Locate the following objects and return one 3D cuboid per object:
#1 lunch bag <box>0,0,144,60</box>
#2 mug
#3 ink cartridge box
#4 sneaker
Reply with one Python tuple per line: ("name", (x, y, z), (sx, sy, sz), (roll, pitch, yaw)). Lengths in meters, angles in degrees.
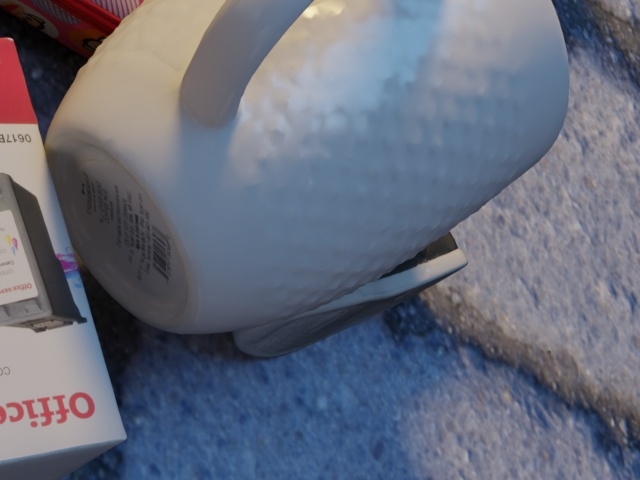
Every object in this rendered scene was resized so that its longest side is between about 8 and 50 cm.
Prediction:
("lunch bag", (-0.139, -0.285, 1.369), (0.258, 0.120, 0.293), (31, 69, -29))
("mug", (-0.015, -0.112, 1.180), (0.328, 0.374, 0.276), (-36, 74, -29))
("ink cartridge box", (-0.284, 0.024, 1.099), (0.226, 0.131, 0.306), (-6, 71, -45))
("sneaker", (0.000, 0.000, 1.405), (0.296, 0.105, 0.146), (-19, 79, -51))
